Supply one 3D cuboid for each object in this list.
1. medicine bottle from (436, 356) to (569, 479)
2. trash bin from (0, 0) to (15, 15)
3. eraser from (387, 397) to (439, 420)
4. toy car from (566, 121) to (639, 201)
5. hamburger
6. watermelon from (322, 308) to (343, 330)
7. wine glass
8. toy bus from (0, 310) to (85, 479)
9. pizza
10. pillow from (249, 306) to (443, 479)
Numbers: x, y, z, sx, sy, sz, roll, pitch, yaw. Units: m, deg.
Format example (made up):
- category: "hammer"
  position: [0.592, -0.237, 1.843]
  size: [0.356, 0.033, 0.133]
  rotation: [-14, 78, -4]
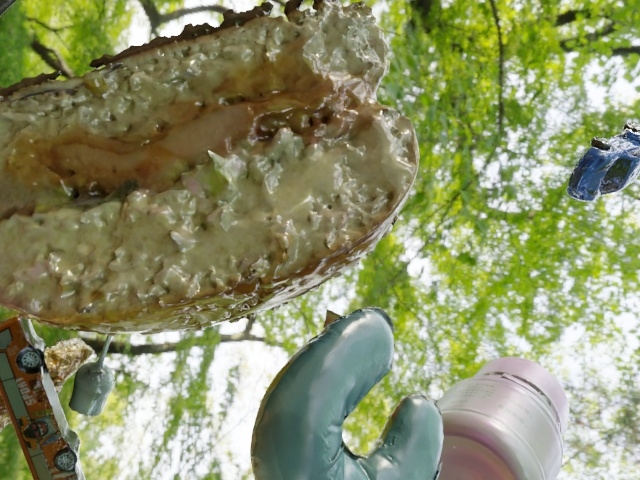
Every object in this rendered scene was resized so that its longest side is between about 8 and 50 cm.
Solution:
- category: "medicine bottle"
  position: [0.338, 0.386, 1.270]
  size: [0.256, 0.324, 0.256]
  rotation: [11, -69, 30]
- category: "trash bin"
  position: [-0.582, -0.511, 1.118]
  size: [0.165, 0.115, 0.226]
  rotation: [-31, -119, 23]
- category: "eraser"
  position: [0.361, 0.544, 1.899]
  size: [0.332, 0.155, 0.102]
  rotation: [2, -62, 52]
- category: "toy car"
  position: [0.461, -0.117, 1.025]
  size: [0.063, 0.216, 0.103]
  rotation: [37, -48, 31]
- category: "hamburger"
  position: [-0.118, -0.042, 0.699]
  size: [0.287, 0.445, 0.268]
  rotation: [86, -17, -77]
- category: "watermelon"
  position: [0.051, 0.211, 1.192]
  size: [0.086, 0.069, 0.164]
  rotation: [7, -89, 26]
- category: "wine glass"
  position: [-0.433, 0.245, 1.285]
  size: [0.196, 0.079, 0.079]
  rotation: [-68, -154, 11]
- category: "toy bus"
  position: [-0.533, 0.331, 1.244]
  size: [0.093, 0.092, 0.409]
  rotation: [-154, -131, -69]
- category: "pizza"
  position: [-0.626, 0.313, 1.369]
  size: [0.086, 0.335, 0.226]
  rotation: [50, -31, 9]
- category: "pillow"
  position: [0.035, 0.198, 0.631]
  size: [0.214, 0.233, 0.086]
  rotation: [-42, -158, -26]
